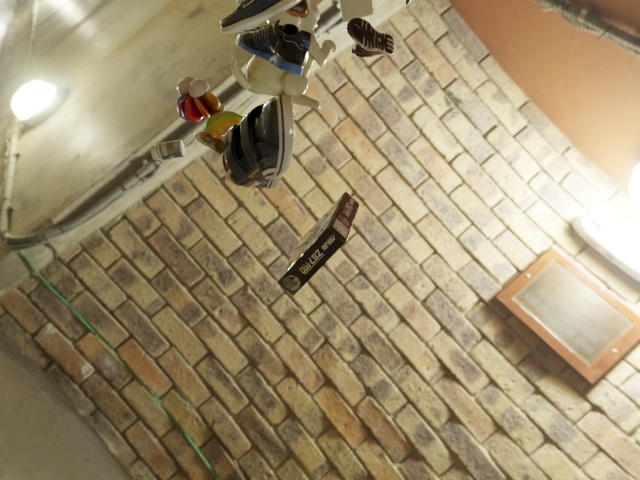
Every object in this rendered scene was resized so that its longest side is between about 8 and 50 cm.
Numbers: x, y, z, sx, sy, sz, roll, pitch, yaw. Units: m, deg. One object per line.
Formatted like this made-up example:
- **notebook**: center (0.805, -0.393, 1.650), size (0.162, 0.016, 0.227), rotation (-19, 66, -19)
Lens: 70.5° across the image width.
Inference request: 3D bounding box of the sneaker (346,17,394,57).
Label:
- **sneaker**: center (0.167, -0.818, 1.882), size (0.281, 0.106, 0.163), rotation (4, -1, -45)

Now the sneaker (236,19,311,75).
- **sneaker**: center (-0.101, -0.442, 1.002), size (0.081, 0.090, 0.232), rotation (-4, 34, -47)

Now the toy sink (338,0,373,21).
- **toy sink**: center (0.155, -1.178, 2.128), size (0.234, 0.153, 0.131), rotation (58, 20, -69)

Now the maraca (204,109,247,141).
- **maraca**: center (-0.315, -0.402, 1.586), size (0.127, 0.186, 0.099), rotation (-40, -111, 56)

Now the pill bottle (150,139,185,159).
- **pill bottle**: center (-0.686, -0.405, 2.038), size (0.078, 0.137, 0.078), rotation (169, -90, -85)

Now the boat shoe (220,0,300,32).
- **boat shoe**: center (-0.170, -0.620, 1.193), size (0.255, 0.095, 0.079), rotation (-8, -68, 35)

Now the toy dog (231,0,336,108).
- **toy dog**: center (-0.140, -0.771, 1.787), size (0.396, 0.407, 0.284), rotation (8, 20, -21)

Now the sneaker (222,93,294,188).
- **sneaker**: center (-0.134, -0.184, 0.926), size (0.321, 0.128, 0.126), rotation (131, -45, -68)

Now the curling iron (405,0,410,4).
- **curling iron**: center (0.459, -1.237, 2.152), size (0.035, 0.068, 0.274), rotation (29, -23, -4)

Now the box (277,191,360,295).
- **box**: center (0.000, 0.000, 1.780), size (0.097, 0.318, 0.395), rotation (41, 25, -8)

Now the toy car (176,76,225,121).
- **toy car**: center (-0.444, -0.485, 1.619), size (0.182, 0.136, 0.159), rotation (27, -18, 39)

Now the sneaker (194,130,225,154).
- **sneaker**: center (-0.241, -0.219, 1.003), size (0.037, 0.031, 0.083), rotation (19, -11, 39)
